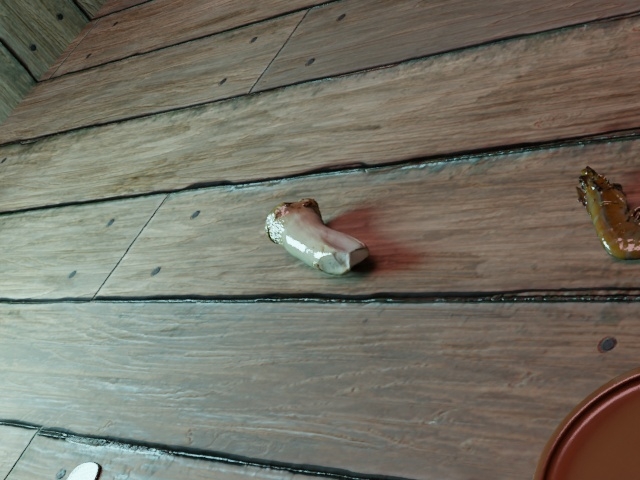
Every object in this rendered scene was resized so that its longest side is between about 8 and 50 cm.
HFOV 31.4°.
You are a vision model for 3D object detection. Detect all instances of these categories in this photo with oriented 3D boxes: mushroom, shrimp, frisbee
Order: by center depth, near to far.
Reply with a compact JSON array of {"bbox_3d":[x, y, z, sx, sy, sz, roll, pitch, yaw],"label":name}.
[{"bbox_3d":[0.297,0.204,0.988,0.250,0.021,0.251,-28,32,19],"label":"frisbee"},{"bbox_3d":[0.351,-0.049,1.254,0.124,0.034,0.178,-28,33,14],"label":"shrimp"},{"bbox_3d":[0.000,0.000,1.548,0.084,0.071,0.209,-15,25,-24],"label":"mushroom"}]

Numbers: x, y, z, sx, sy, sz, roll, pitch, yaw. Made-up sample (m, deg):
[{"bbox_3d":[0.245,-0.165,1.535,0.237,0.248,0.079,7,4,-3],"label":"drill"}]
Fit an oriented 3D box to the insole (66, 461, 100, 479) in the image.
[{"bbox_3d":[-0.350,0.392,1.469,0.086,0.005,0.253,-16,37,34],"label":"insole"}]
